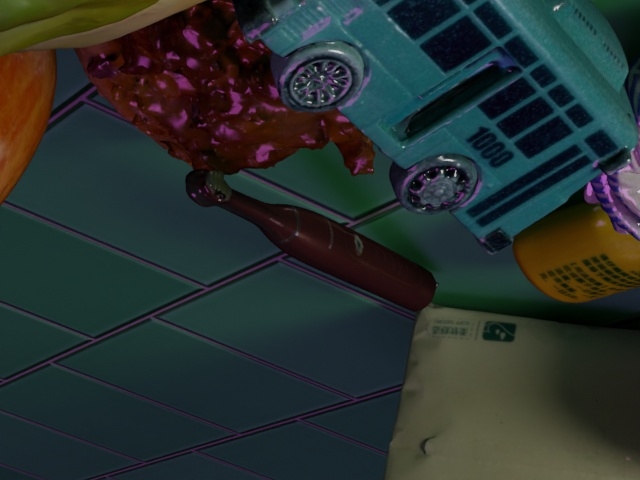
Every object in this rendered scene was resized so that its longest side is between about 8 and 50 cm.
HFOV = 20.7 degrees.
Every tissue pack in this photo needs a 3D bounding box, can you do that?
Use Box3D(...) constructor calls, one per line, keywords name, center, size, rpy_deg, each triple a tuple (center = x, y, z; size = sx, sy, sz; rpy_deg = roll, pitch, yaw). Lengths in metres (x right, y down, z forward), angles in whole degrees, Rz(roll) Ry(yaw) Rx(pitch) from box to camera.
Box3D(name="tissue pack", center=(0.246, 0.229, 1.490), size=(0.380, 0.297, 0.207), rpy_deg=(4, 156, 14))

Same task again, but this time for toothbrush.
Box3D(name="toothbrush", center=(-0.001, 0.000, 1.314), size=(0.041, 0.041, 0.364), rpy_deg=(-1, 166, 29))

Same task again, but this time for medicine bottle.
Box3D(name="medicine bottle", center=(0.246, -0.010, 1.227), size=(0.095, 0.064, 0.260), rpy_deg=(23, 155, -28))

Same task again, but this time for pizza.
Box3D(name="pizza", center=(-0.053, -0.102, 1.149), size=(0.229, 0.081, 0.289), rpy_deg=(8, 156, 12))

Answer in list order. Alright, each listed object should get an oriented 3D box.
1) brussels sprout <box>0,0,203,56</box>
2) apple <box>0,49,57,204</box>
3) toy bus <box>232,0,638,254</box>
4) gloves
Box3D(name="brussels sprout", center=(-0.151, -0.208, 0.719), size=(0.344, 0.268, 0.344), rpy_deg=(4, 154, 2))
Box3D(name="apple", center=(-0.312, -0.100, 1.095), size=(0.286, 0.233, 0.286), rpy_deg=(12, 158, 5))
Box3D(name="toy bus", center=(0.066, -0.114, 0.966), size=(0.147, 0.128, 0.256), rpy_deg=(-32, 137, 20))
Box3D(name="gloves", center=(0.220, -0.073, 1.064), size=(0.097, 0.119, 0.229), rpy_deg=(54, 149, 12))
